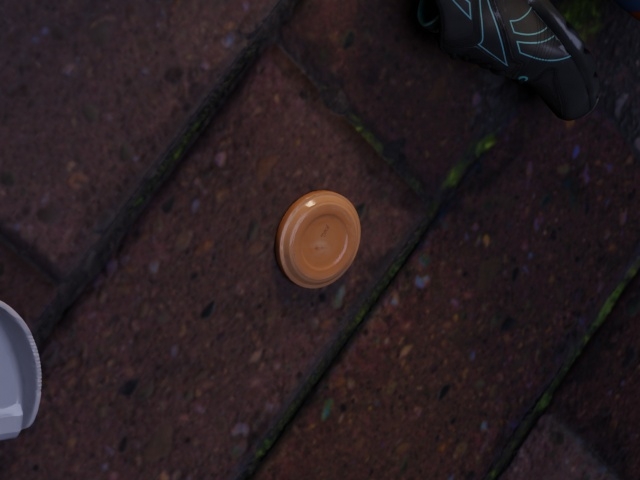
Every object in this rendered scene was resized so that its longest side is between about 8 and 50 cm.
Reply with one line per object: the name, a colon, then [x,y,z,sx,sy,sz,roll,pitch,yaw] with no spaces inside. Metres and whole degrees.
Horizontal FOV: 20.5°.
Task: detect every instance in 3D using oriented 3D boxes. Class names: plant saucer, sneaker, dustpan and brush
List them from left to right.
dustpan and brush: [-0.261,0.062,1.263,0.147,0.060,0.211,-7,109,-35]
plant saucer: [0.000,0.000,1.470,0.083,0.013,0.083,-12,111,-34]
sneaker: [0.141,-0.189,1.482,0.106,0.101,0.267,-38,125,2]

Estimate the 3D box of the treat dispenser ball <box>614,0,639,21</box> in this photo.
treat dispenser ball: [0.343,-0.301,1.455,0.288,0.288,0.288,-12,112,-34]
